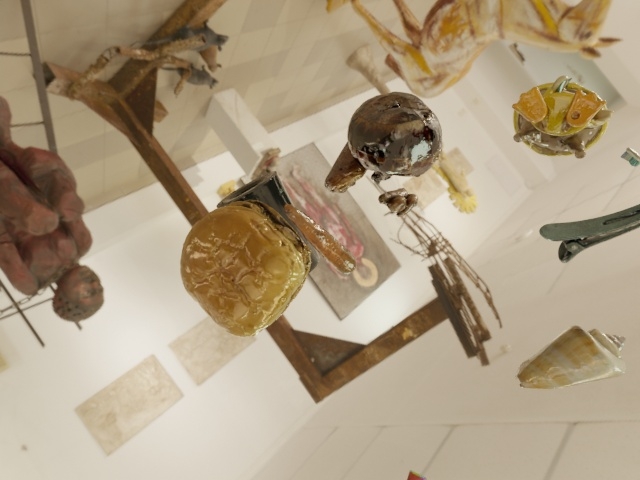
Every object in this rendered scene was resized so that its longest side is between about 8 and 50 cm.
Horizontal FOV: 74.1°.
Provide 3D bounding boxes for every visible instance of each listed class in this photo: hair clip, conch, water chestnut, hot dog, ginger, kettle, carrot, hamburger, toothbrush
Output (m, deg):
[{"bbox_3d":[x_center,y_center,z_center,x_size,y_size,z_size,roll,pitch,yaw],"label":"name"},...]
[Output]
[{"bbox_3d":[0.505,-0.050,0.677,0.275,0.083,0.048,-32,-156,31],"label":"hair clip"},{"bbox_3d":[0.592,0.274,1.014,0.255,0.127,0.158,-22,-165,10],"label":"conch"},{"bbox_3d":[0.216,-0.285,1.263,0.300,0.300,0.300,-36,177,-2],"label":"water chestnut"},{"bbox_3d":[0.097,-0.250,1.419,0.227,0.099,0.160,-64,-163,-18],"label":"hot dog"},{"bbox_3d":[0.273,-0.129,1.463,0.162,0.103,0.073,-17,132,-43],"label":"ginger"},{"bbox_3d":[-0.135,-0.024,1.251,0.203,0.308,0.262,-34,-162,-14],"label":"kettle"},{"bbox_3d":[0.000,0.000,0.792,0.047,0.191,0.047,-34,-148,25],"label":"carrot"},{"bbox_3d":[-0.181,0.055,0.987,0.318,0.319,0.158,-38,171,18],"label":"hamburger"},{"bbox_3d":[0.783,-0.101,0.917,0.030,0.304,0.030,-22,146,-15],"label":"toothbrush"}]

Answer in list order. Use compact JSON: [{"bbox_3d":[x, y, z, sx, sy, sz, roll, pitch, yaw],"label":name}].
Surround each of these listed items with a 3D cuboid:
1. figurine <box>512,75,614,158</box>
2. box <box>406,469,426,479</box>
[{"bbox_3d":[0.558,-0.295,1.000,0.343,0.215,0.187,-15,133,-57],"label":"figurine"},{"bbox_3d":[0.206,0.673,1.033,0.112,0.048,0.175,-26,132,-65],"label":"box"}]
